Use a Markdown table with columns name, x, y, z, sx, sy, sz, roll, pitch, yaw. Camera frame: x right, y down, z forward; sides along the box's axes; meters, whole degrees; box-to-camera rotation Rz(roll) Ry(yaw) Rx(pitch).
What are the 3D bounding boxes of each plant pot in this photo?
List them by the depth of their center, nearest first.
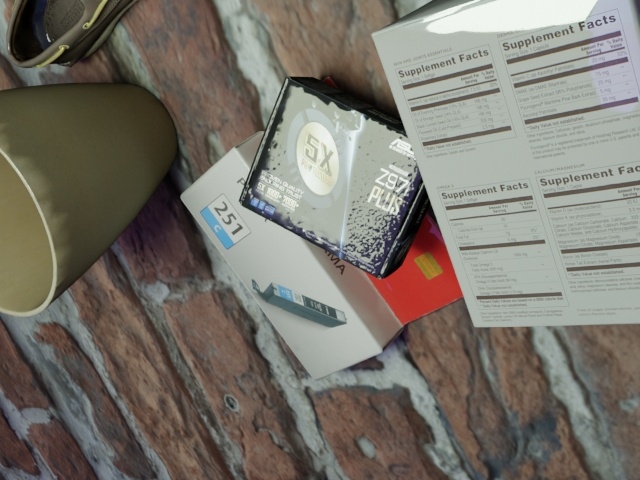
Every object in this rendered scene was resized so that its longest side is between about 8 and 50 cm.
| name | x | y | z | sx | sy | sz | roll | pitch | yaw |
| --- | --- | --- | --- | --- | --- | --- | --- | --- | --- |
| plant pot | -0.309 | -0.086 | 1.015 | 0.256 | 0.274 | 0.257 | 19 | 127 | 27 |

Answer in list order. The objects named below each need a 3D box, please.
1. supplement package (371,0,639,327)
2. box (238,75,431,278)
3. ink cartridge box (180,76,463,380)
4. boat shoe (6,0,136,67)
| name | x | y | z | sx | sy | sz | roll | pitch | yaw |
| --- | --- | --- | --- | --- | --- | --- | --- | --- | --- |
| supplement package | 0.208 | -0.093 | 0.675 | 0.198 | 0.199 | 0.263 | -7 | 113 | 40 |
| box | 0.027 | -0.069 | 0.872 | 0.180 | 0.077 | 0.147 | 29 | 109 | 15 |
| ink cartridge box | 0.000 | 0.000 | 0.985 | 0.261 | 0.066 | 0.296 | -33 | 95 | 45 |
| boat shoe | -0.274 | -0.310 | 0.969 | 0.117 | 0.096 | 0.324 | 52 | 134 | -2 |
